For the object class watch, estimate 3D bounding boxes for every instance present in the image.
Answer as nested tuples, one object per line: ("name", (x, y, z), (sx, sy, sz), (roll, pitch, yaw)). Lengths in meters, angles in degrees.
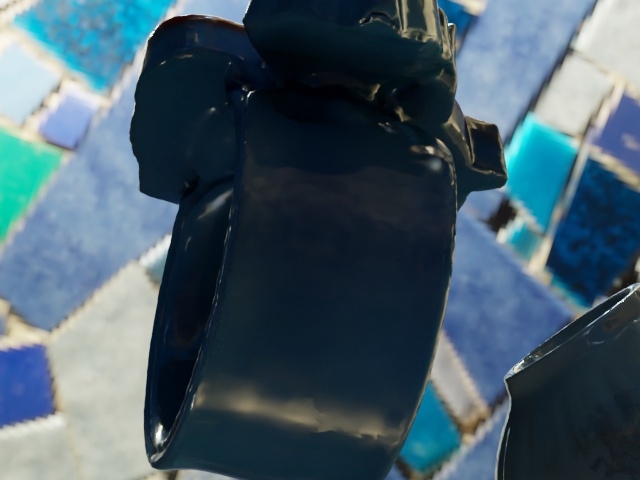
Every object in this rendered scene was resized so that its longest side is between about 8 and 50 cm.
("watch", (0.000, 0.000, 1.051), (0.305, 0.241, 0.274), (119, 160, -60))

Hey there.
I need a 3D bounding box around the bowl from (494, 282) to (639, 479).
("bowl", (0.145, 0.077, 0.871), (0.189, 0.086, 0.189), (-35, -3, -2))
